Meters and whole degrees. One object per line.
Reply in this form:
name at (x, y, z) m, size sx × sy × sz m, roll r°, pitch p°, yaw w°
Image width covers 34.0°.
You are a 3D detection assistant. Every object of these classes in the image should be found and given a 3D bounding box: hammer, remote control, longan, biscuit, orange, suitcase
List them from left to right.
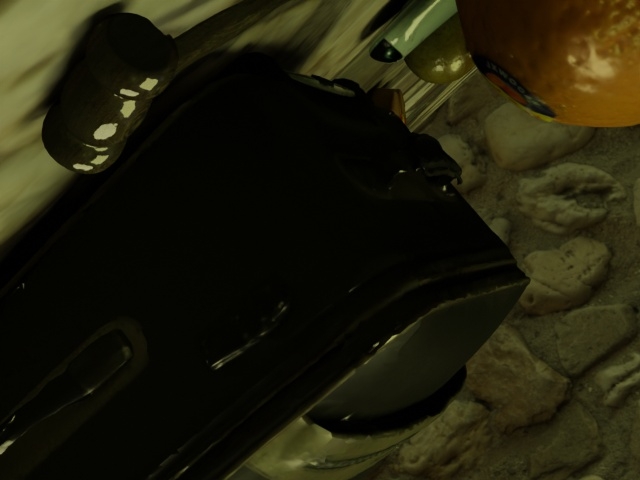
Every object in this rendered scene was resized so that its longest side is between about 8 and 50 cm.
suitcase at (-0.089, 0.099, 0.585) m, size 0.434 × 0.194 × 0.283 m, roll -44°, pitch 165°, yaw 17°
hammer at (0.000, -0.112, 0.427) m, size 0.058 × 0.029 × 0.292 m, roll -40°, pitch -178°, yaw 46°
biscuit at (0.078, -0.085, 1.190) m, size 0.238 × 0.041 × 0.212 m, roll -66°, pitch 159°, yaw -64°
longan at (0.103, -0.156, 0.822) m, size 0.075 × 0.083 × 0.075 m, roll -23°, pitch 125°, yaw -36°
remote control at (0.135, -0.211, 0.757) m, size 0.256 × 0.045 × 0.097 m, roll -40°, pitch 178°, yaw -7°
orange at (0.182, -0.168, 0.615) m, size 0.219 × 0.193 × 0.219 m, roll -58°, pitch 174°, yaw -10°
